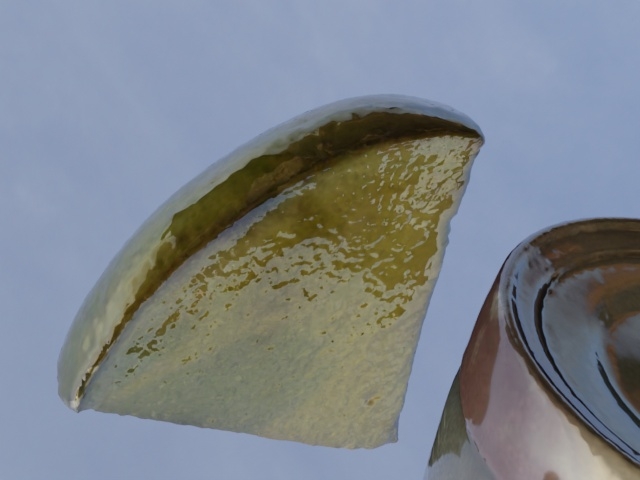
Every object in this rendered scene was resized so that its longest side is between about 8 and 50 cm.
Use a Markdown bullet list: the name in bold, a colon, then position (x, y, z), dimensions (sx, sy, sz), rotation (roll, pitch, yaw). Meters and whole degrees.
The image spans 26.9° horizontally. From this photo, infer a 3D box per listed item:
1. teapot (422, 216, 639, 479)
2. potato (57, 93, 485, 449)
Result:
- **teapot**: position (0.160, 0.157, 0.695), dimensions (0.233, 0.312, 0.315), rotation (24, -148, 9)
- **potato**: position (0.000, 0.000, 0.828), dimensions (0.269, 0.255, 0.112), rotation (13, -146, -42)
